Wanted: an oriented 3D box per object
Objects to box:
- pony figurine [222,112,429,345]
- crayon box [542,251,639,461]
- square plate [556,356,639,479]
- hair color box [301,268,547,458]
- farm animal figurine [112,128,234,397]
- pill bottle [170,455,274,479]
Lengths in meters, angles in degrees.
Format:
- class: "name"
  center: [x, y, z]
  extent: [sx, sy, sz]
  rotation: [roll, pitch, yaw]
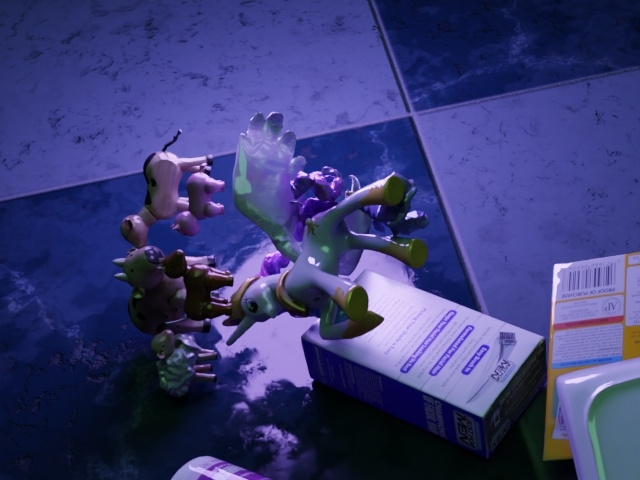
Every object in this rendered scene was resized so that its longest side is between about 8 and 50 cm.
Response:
- class: "pony figurine"
  center: [0.000, 0.000, 1.882]
  extent: [0.363, 0.303, 0.351]
  rotation: [-7, 58, 51]
- class: "crayon box"
  center: [0.441, 0.178, 1.797]
  extent: [0.203, 0.083, 0.323]
  rotation: [-10, 55, 32]
- class: "square plate"
  center: [0.498, 0.295, 1.595]
  extent: [0.347, 0.049, 0.344]
  rotation: [-18, 63, 23]
- class: "hair color box"
  center: [0.161, 0.185, 1.915]
  extent: [0.338, 0.110, 0.185]
  rotation: [20, 50, 33]
- class: "farm animal figurine"
  center: [-0.255, 0.040, 1.987]
  extent: [0.172, 0.327, 0.330]
  rotation: [0, 43, -14]
- class: "pill bottle"
  center: [-0.065, 0.416, 1.665]
  extent: [0.301, 0.169, 0.169]
  rotation: [15, 48, 27]
